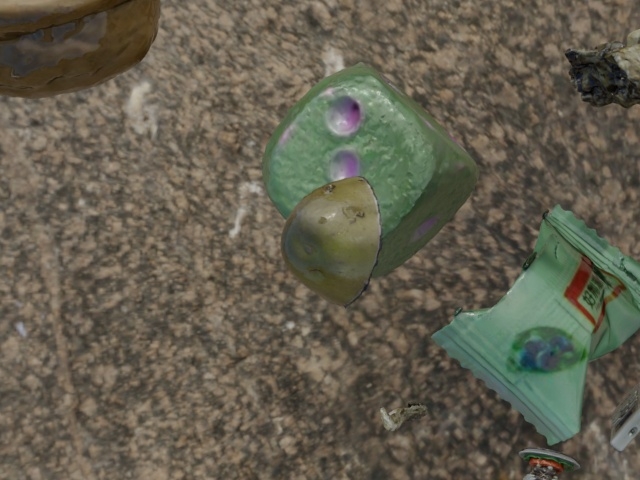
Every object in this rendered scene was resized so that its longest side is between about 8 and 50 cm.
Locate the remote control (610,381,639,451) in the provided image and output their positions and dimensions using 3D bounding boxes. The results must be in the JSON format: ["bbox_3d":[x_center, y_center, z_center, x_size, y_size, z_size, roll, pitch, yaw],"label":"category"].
[{"bbox_3d":[0.544,0.304,1.394,0.029,0.190,0.087,39,108,14],"label":"remote control"}]

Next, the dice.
[{"bbox_3d":[0.097,-0.136,1.584,0.322,0.318,0.330,-46,73,15],"label":"dice"}]

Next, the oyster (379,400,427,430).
[{"bbox_3d":[0.197,0.442,1.960,0.106,0.200,0.061,-44,60,39],"label":"oyster"}]

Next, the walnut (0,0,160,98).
[{"bbox_3d":[-0.280,-0.258,0.794,0.257,0.257,0.224,5,119,21],"label":"walnut"}]

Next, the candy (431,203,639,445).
[{"bbox_3d":[0.398,0.112,1.306,0.263,0.398,0.172,49,142,2],"label":"candy"}]

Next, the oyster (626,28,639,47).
[{"bbox_3d":[0.830,-0.438,1.702,0.354,0.107,0.201,-14,83,35],"label":"oyster"}]

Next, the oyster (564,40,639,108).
[{"bbox_3d":[0.477,-0.243,1.197,0.222,0.214,0.083,8,93,-17],"label":"oyster"}]

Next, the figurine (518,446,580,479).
[{"bbox_3d":[0.474,0.530,1.681,0.132,0.132,0.154,7,66,21],"label":"figurine"}]

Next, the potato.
[{"bbox_3d":[0.000,0.000,1.188,0.202,0.117,0.182,-59,39,45],"label":"potato"}]
